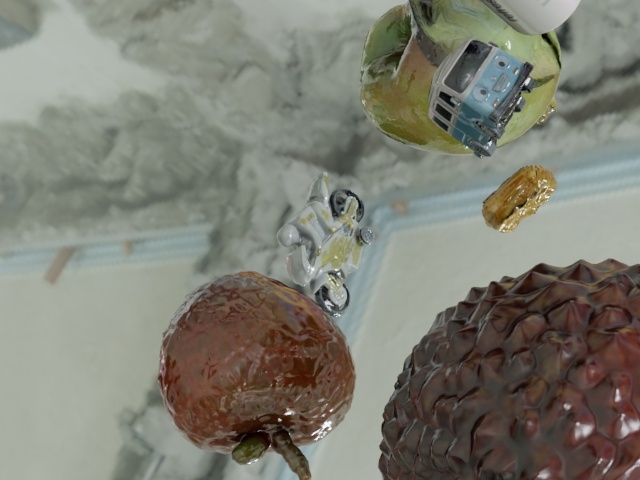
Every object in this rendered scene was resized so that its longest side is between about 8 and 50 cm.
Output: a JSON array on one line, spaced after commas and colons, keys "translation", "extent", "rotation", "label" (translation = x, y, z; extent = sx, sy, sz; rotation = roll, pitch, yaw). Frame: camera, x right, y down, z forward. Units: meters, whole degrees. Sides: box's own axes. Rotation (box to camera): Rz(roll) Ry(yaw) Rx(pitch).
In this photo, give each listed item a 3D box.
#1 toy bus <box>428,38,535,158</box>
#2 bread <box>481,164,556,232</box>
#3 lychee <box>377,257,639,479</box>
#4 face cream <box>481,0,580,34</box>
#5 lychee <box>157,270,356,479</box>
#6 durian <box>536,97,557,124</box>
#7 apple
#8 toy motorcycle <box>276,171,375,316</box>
[{"translation": [0.128, -0.120, 1.154], "extent": [0.060, 0.075, 0.123], "rotation": [-56, 174, -9], "label": "toy bus"}, {"translation": [0.265, -0.054, 1.872], "extent": [0.111, 0.083, 0.044], "rotation": [-41, -115, 7], "label": "bread"}, {"translation": [0.250, 0.241, 1.459], "extent": [0.500, 0.424, 0.424], "rotation": [-36, -150, -15], "label": "lychee"}, {"translation": [0.120, -0.292, 1.253], "extent": [0.092, 0.311, 0.092], "rotation": [-22, -127, 33], "label": "face cream"}, {"translation": [-0.080, 0.179, 1.814], "extent": [0.255, 0.255, 0.300], "rotation": [-26, -118, 36], "label": "lychee"}, {"translation": [0.226, -0.205, 1.855], "extent": [0.165, 0.132, 0.182], "rotation": [-12, -175, -8], "label": "durian"}, {"translation": [0.148, -0.176, 1.512], "extent": [0.207, 0.188, 0.174], "rotation": [24, -81, 60], "label": "apple"}, {"translation": [0.000, 0.000, 2.157], "extent": [0.074, 0.151, 0.228], "rotation": [-29, -137, 50], "label": "toy motorcycle"}]
